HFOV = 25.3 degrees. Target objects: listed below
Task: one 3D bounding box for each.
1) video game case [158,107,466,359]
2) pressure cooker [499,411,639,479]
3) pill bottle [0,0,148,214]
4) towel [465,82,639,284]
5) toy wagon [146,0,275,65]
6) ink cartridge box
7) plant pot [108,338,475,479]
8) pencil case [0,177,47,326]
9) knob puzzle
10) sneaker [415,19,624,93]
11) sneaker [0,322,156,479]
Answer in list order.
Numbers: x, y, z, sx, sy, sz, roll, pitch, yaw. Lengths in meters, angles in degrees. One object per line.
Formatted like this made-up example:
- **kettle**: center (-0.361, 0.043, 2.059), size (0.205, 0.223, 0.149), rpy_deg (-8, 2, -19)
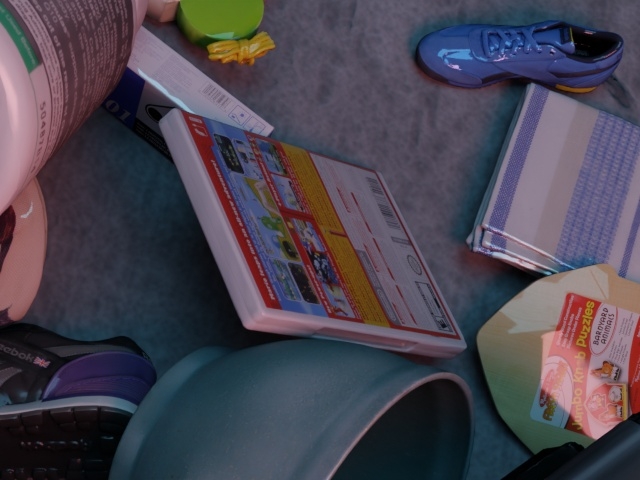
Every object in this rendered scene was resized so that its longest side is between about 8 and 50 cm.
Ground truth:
- **video game case**: center (0.000, 0.000, 1.214), size (0.285, 0.025, 0.204), rpy_deg (14, 44, -51)
- **pressure cooker**: center (0.188, 0.362, 0.983), size (0.420, 0.375, 0.370), rpy_deg (-37, 93, 0)
- **pill bottle**: center (-0.255, -0.154, 1.069), size (0.204, 0.204, 0.361), rpy_deg (26, 27, -2)
- **towel**: center (0.296, -0.020, 1.384), size (0.285, 0.034, 0.209), rpy_deg (23, 61, -3)
- **toy wagon**: center (-0.135, -0.311, 1.403), size (0.267, 0.068, 0.344), rpy_deg (-14, 72, -19)
- **ink cartridge box**: center (-0.144, -0.129, 1.303), size (0.207, 0.097, 0.046), rpy_deg (38, 63, 3)
- **plant pot**: center (-0.039, 0.197, 1.108), size (0.196, 0.293, 0.293), rpy_deg (24, 60, 27)
- **pencil case**: center (-0.409, 0.010, 1.077), size (0.410, 0.160, 0.183), rpy_deg (-11, 95, -40)
- **knob puzzle**: center (0.233, 0.113, 1.311), size (0.213, 0.030, 0.213), rpy_deg (0, 89, -6)
- **sneaker**: center (0.202, -0.196, 1.433), size (0.209, 0.082, 0.069), rpy_deg (3, 68, -12)
- **sneaker**: center (-0.276, 0.127, 1.174), size (0.283, 0.107, 0.124), rpy_deg (5, 37, -5)
